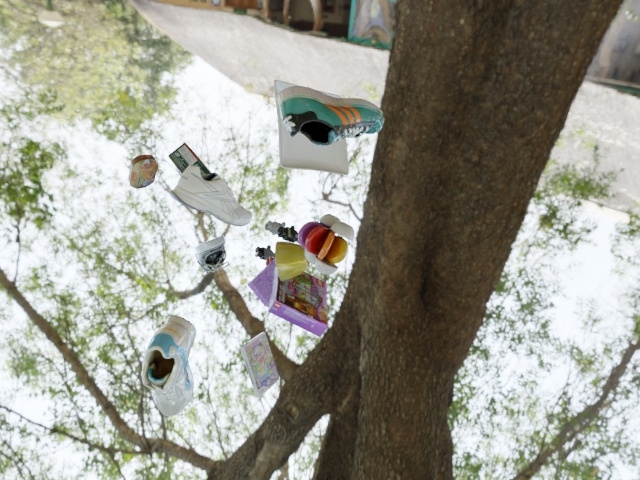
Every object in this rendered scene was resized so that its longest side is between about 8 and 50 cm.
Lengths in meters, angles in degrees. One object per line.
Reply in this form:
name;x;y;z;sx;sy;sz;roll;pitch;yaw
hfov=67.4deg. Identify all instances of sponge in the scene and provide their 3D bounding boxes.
sponge;-0.193;0.159;1.941;0.031;0.117;0.210;-29;-168;42

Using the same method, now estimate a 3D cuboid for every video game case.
video game case;-0.137;0.283;1.099;0.011;0.122;0.087;-13;-174;30

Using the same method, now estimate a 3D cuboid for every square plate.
square plate;-0.039;-0.439;1.923;0.344;0.347;0.049;0;172;-39

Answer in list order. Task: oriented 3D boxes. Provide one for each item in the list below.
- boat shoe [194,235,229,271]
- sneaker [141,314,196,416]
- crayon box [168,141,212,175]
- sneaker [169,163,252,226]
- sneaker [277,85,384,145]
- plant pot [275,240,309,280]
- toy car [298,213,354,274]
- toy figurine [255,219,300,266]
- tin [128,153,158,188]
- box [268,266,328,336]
boat shoe;-0.393;0.063;1.735;0.113;0.105;0.306;-24;177;-27
sneaker;-0.289;0.250;0.891;0.087;0.229;0.092;15;-150;9
crayon box;-0.504;-0.242;2.152;0.106;0.363;0.313;-40;-174;-5
sneaker;-0.310;-0.130;1.469;0.111;0.129;0.297;24;178;39
sneaker;0.035;-0.279;1.169;0.302;0.121;0.108;1;162;-33
plant pot;-0.088;0.061;1.577;0.095;0.134;0.134;-8;-152;6
toy car;0.000;0.000;1.405;0.136;0.159;0.182;21;-170;-31
toy figurine;-0.170;0.027;2.114;0.148;0.213;0.209;18;-176;-33
tin;-0.729;-0.283;1.967;0.106;0.190;0.040;-18;-111;-37
box;-0.074;0.196;1.695;0.201;0.057;0.293;29;-159;-14
